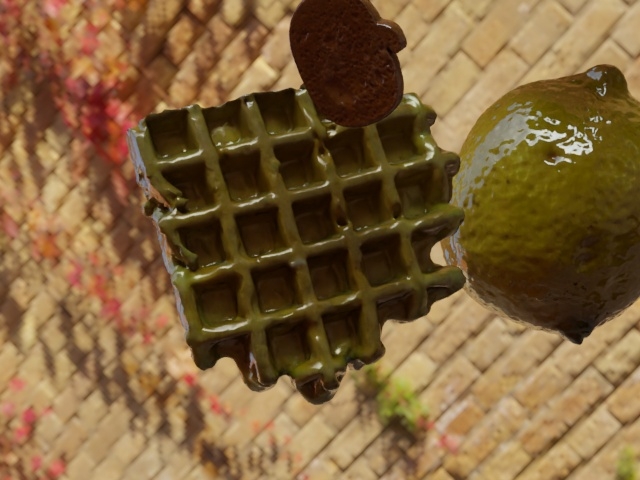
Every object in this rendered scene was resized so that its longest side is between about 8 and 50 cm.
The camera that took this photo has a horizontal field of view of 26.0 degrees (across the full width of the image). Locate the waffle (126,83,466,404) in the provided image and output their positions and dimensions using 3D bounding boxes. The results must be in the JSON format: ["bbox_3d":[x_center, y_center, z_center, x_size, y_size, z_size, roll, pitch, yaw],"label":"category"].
[{"bbox_3d":[0.000,0.000,0.962,0.229,0.219,0.057,-13,-11,-13],"label":"waffle"}]

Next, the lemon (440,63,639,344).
[{"bbox_3d":[0.232,-0.039,1.314,0.228,0.228,0.253,43,-109,-82],"label":"lemon"}]

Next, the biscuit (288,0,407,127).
[{"bbox_3d":[0.020,-0.117,0.875,0.078,0.091,0.015,-17,7,31],"label":"biscuit"}]
